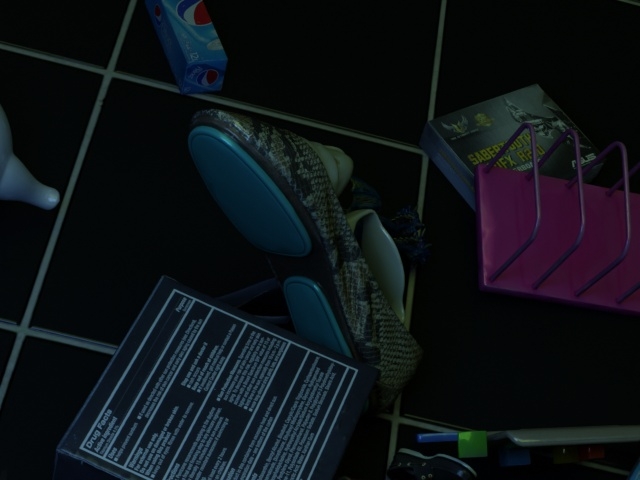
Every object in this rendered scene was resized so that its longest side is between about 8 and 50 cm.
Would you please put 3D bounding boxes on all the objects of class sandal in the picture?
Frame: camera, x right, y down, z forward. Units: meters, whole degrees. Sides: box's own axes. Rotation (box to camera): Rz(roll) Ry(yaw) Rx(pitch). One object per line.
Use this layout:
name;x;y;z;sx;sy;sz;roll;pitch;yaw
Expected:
sandal;-0.112;0.110;1.932;0.254;0.097;0.054;-13;54;-12

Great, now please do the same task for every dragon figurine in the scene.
dragon figurine;0.049;-0.028;2.017;0.144;0.289;0.085;-33;53;13

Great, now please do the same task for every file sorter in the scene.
file sorter;0.390;-0.033;2.089;0.291;0.182;0.202;10;61;-16

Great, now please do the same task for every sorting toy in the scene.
sorting toy;0.294;0.262;1.872;0.348;0.196;0.047;-1;82;-15

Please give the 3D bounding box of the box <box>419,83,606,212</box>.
box;0.297;-0.137;2.275;0.231;0.056;0.183;-20;59;-29

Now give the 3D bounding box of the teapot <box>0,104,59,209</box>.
teapot;-0.520;-0.111;1.944;0.252;0.187;0.256;-29;78;-3

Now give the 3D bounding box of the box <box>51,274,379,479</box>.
box;-0.127;0.244;1.749;0.294;0.182;0.296;24;47;4

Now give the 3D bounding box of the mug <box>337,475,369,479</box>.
mug;0.102;0.362;1.788;0.169;0.150;0.113;4;14;-18

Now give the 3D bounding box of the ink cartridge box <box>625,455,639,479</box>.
ink cartridge box;0.485;0.348;1.917;0.181;0.061;0.104;32;49;12

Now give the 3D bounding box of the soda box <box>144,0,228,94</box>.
soda box;-0.209;-0.325;2.278;0.067;0.071;0.210;-9;54;-22

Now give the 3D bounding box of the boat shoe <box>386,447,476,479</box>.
boat shoe;0.139;0.291;1.839;0.133;0.049;0.042;0;45;47

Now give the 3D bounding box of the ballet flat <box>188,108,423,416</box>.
ballet flat;0.000;0.000;1.848;0.164;0.482;0.182;6;42;48
